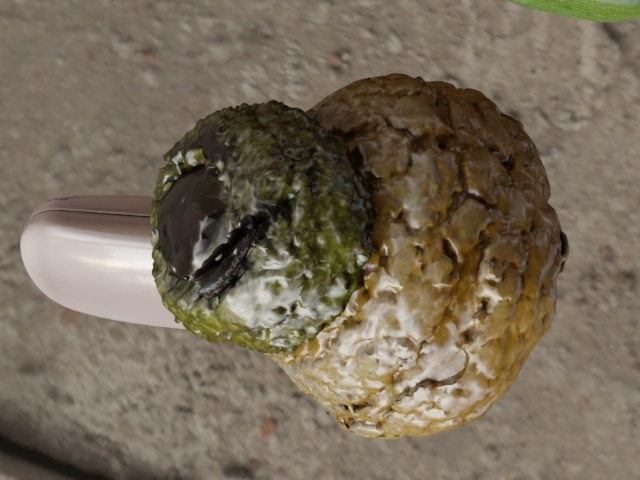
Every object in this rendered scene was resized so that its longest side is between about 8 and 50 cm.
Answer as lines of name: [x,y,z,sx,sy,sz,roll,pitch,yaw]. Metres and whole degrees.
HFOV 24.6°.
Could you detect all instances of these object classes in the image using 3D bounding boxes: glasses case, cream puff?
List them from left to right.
glasses case: [-0.108,0.021,1.232,0.297,0.075,0.113,5,137,14]
cream puff: [0.000,0.000,0.696,0.169,0.183,0.183,14,104,-37]

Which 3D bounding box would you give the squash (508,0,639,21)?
squash: [0.052,-0.226,0.858,0.395,0.107,0.107,23,100,-21]
